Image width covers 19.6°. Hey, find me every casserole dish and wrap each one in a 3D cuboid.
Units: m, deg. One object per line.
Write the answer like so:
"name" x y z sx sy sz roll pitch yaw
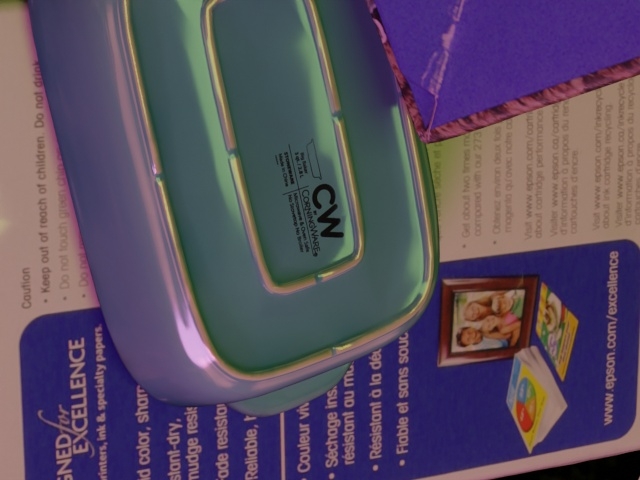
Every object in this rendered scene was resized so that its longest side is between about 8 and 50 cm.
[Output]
"casserole dish" -0.018 -0.033 0.550 0.114 0.037 0.188 -20 110 -25

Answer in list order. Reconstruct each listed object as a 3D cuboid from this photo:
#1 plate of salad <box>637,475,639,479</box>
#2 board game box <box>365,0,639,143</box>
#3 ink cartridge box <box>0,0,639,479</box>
"plate of salad" 0.207 0.136 0.783 0.200 0.048 0.200 -7 105 -30
"board game box" 0.171 -0.158 0.532 0.291 0.232 0.141 -27 97 -42
"ink cartridge box" 0.000 0.000 0.622 0.371 0.069 0.176 -7 104 -31
